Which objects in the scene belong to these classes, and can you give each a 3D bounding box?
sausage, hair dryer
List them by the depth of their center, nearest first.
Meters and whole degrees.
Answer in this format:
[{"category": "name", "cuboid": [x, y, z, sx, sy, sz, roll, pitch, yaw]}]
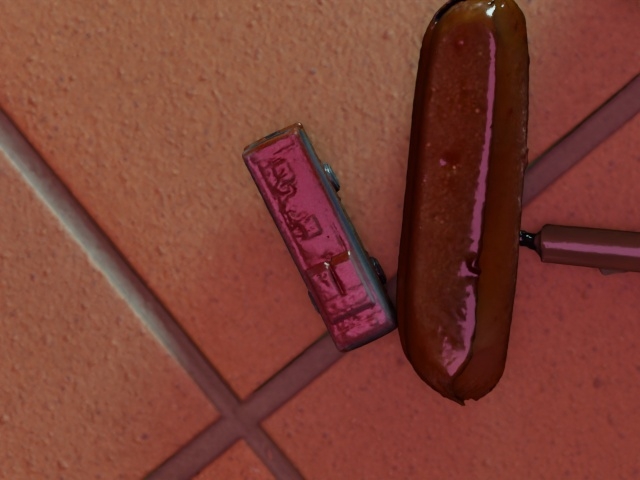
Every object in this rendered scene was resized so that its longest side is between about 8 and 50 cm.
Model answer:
[{"category": "sausage", "cuboid": [0.115, -0.035, 1.363, 0.102, 0.102, 0.330, 5, 92, 4]}, {"category": "hair dryer", "cuboid": [0.246, 0.013, 1.382, 0.182, 0.064, 0.117, 6, 98, 12]}]

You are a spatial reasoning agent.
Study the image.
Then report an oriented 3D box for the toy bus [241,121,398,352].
[{"category": "toy bus", "cuboid": [0.000, 0.000, 1.387, 0.065, 0.077, 0.192, -26, 93, 7]}]
